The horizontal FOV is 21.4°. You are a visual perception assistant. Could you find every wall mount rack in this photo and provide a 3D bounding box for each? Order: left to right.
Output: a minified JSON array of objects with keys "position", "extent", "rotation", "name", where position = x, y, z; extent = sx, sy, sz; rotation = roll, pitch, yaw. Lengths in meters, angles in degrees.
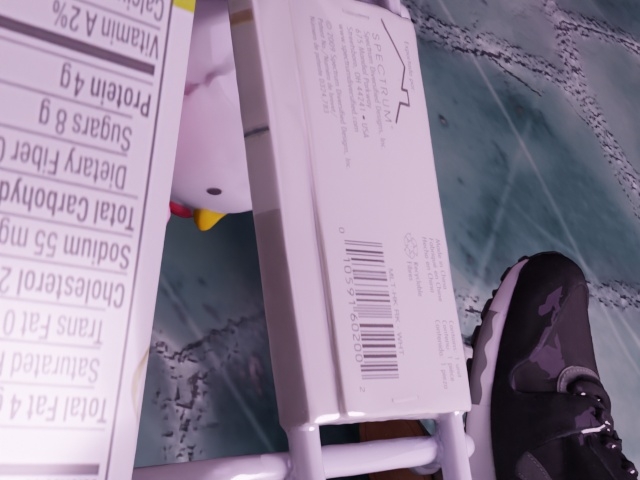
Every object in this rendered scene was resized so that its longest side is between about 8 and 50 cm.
[{"position":[0.000,0.000,0.760],"extent":[0.304,0.130,0.350],"rotation":[5,76,-54],"name":"wall mount rack"}]

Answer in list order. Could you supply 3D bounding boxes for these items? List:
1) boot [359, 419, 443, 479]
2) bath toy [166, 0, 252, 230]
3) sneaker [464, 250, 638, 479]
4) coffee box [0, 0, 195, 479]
[{"position":[0.071,0.136,0.948],"extent":[0.087,0.042,0.118],"rotation":[7,55,-54],"name":"boot"},{"position":[-0.120,-0.049,0.802],"extent":[0.129,0.151,0.348],"rotation":[44,23,21],"name":"bath toy"},{"position":[0.138,0.144,0.859],"extent":[0.107,0.124,0.283],"rotation":[43,51,-60],"name":"sneaker"},{"position":[-0.256,-0.073,0.331],"extent":[0.338,0.337,0.334],"rotation":[11,85,-56],"name":"coffee box"}]
